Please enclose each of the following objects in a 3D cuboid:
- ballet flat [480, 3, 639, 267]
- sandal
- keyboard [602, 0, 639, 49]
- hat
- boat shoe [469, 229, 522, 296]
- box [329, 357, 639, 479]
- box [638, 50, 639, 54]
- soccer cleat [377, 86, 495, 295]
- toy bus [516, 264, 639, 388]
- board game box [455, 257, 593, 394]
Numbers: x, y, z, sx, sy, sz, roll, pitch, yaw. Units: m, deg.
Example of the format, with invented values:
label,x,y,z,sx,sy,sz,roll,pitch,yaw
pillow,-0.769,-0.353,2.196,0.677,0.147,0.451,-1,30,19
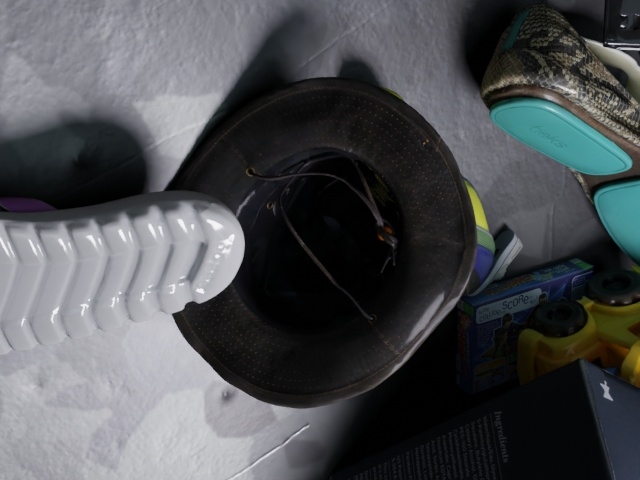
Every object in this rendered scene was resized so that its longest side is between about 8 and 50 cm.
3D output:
label,x,y,z,sx,sy,sz,roll,pitch,yaw
ballet flat,0.379,-0.123,1.180,0.483,0.164,0.182,35,65,-34
sandal,-0.280,0.018,0.873,0.417,0.102,0.169,-3,127,-19
keyboard,0.338,-0.373,1.062,0.202,0.033,0.317,1,96,-7
hat,0.000,0.000,0.994,0.332,0.134,0.331,1,92,12
boat shoe,0.220,0.035,1.210,0.035,0.035,0.100,43,79,-33
box,0.252,0.341,1.129,0.294,0.211,0.395,26,134,-35
box,0.515,-0.217,1.250,0.147,0.077,0.180,-41,124,-10
soccer cleat,0.118,-0.063,1.093,0.289,0.094,0.121,58,46,-29
toy bus,0.391,0.157,1.209,0.220,0.211,0.149,-25,122,-20
board game box,0.271,0.112,1.270,0.201,0.035,0.136,-14,116,-25
